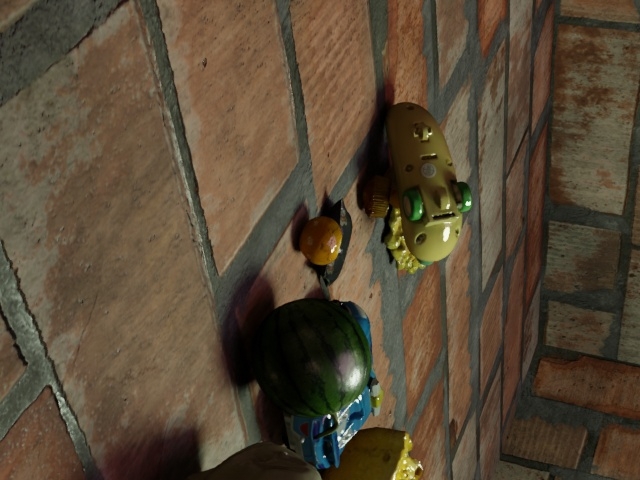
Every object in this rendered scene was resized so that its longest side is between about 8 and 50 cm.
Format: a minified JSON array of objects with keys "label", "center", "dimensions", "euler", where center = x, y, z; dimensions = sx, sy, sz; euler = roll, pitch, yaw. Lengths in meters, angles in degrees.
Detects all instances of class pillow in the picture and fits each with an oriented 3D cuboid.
[{"label":"pillow","center":[0.026,0.005,1.794],"dimensions":[0.090,0.048,0.150],"euler":[40,60,-64]}]

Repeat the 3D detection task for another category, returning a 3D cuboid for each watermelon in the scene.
[{"label":"watermelon","center":[-0.009,0.196,1.579],"dimensions":[0.214,0.188,0.188],"euler":[67,19,9]}]

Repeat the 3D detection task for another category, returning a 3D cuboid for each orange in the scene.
[{"label":"orange","center":[0.000,0.000,1.694],"dimensions":[0.083,0.070,0.083],"euler":[16,90,-81]}]

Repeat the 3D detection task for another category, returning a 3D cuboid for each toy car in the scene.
[{"label":"toy car","center":[0.033,0.247,1.778],"dimensions":[0.198,0.166,0.314],"euler":[84,25,-45]}]

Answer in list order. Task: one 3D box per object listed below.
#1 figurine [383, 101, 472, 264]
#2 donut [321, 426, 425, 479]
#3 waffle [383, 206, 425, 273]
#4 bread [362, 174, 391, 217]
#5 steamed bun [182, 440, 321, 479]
[{"label":"figurine","center":[0.193,-0.116,1.992],"dimensions":[0.222,0.124,0.324],"euler":[120,-42,-72]},{"label":"donut","center":[0.166,0.581,1.964],"dimensions":[0.163,0.435,0.377],"euler":[-49,176,-37]},{"label":"waffle","center":[0.219,-0.077,2.241],"dimensions":[0.312,0.060,0.307],"euler":[41,64,-66]},{"label":"bread","center":[0.107,-0.085,1.953],"dimensions":[0.085,0.053,0.085],"euler":[-172,-90,-90]},{"label":"steamed bun","center":[-0.130,0.429,1.384],"dimensions":[0.324,0.220,0.309],"euler":[-94,-158,-70]}]
